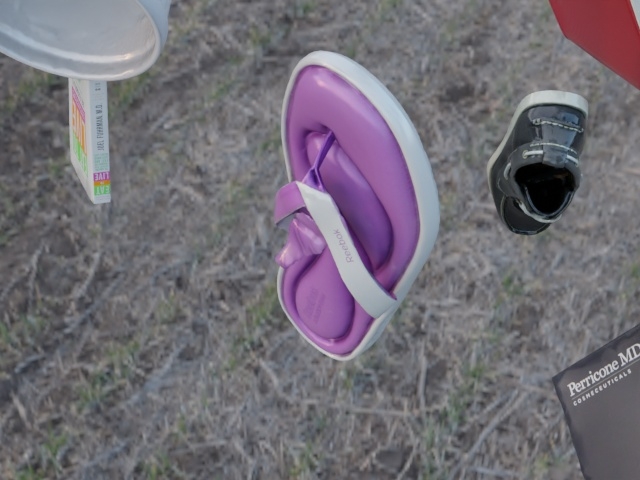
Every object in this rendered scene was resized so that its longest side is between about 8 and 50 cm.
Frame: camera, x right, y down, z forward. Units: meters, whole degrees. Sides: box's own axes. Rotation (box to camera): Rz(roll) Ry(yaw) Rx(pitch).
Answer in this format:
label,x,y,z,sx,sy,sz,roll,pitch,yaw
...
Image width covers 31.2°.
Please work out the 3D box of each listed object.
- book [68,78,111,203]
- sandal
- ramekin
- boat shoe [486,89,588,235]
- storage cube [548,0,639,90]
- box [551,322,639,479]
label,x,y,z,sx,sy,sz,roll,pitch,yaw
book,-0.236,-0.123,1.182,0.035,0.144,0.096,-8,36,-19
sandal,0.012,0.008,1.053,0.169,0.416,0.102,33,59,21
ramekin,-0.225,-0.243,1.011,0.207,0.207,0.109,10,66,9
boat shoe,0.205,-0.053,1.099,0.084,0.233,0.079,1,67,2
storage cube,0.314,-0.271,1.043,0.184,0.215,0.193,-31,35,0
box,0.408,0.189,0.949,0.179,0.343,0.312,15,50,-35
